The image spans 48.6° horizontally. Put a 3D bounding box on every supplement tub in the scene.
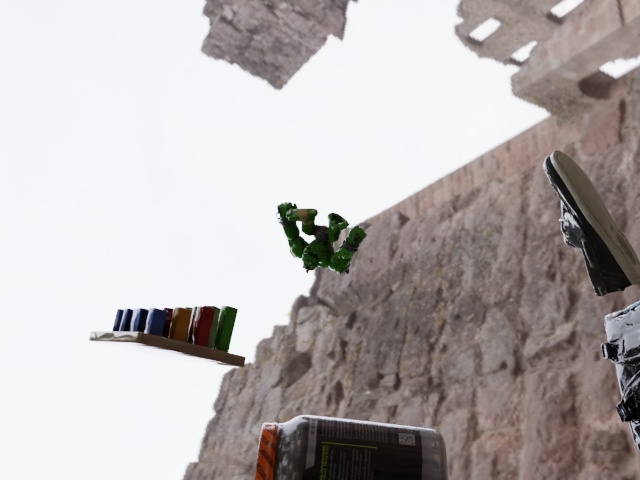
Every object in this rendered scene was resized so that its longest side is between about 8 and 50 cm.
[{"bbox_3d":[0.052,0.435,1.305,0.338,0.207,0.207,7,-116,0],"label":"supplement tub"}]

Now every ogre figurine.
[{"bbox_3d":[0.000,0.000,1.397,0.097,0.197,0.118,-63,-24,-55],"label":"ogre figurine"}]

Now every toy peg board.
[{"bbox_3d":[-0.205,0.118,0.973,0.160,0.161,0.079,21,-109,-36],"label":"toy peg board"}]

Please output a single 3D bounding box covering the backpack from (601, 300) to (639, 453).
[{"bbox_3d":[0.655,0.165,1.104,0.273,0.355,0.290,8,-129,-10],"label":"backpack"}]

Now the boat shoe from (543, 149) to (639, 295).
[{"bbox_3d":[0.389,-0.024,1.054,0.233,0.079,0.084,59,-141,-4],"label":"boat shoe"}]
